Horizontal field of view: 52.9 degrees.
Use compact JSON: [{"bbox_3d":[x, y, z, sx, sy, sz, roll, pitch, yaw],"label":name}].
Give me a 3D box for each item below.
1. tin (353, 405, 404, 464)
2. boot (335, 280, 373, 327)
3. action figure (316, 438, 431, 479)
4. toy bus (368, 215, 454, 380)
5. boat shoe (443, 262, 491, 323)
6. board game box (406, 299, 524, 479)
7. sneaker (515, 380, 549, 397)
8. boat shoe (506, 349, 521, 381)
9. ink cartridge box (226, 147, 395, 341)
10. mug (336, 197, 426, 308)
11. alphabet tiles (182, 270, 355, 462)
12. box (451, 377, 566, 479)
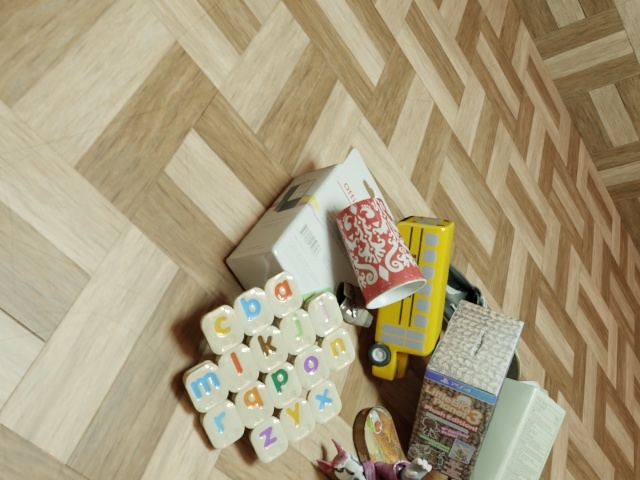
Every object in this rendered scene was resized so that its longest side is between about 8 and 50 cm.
[{"bbox_3d":[0.120,0.430,1.300,0.106,0.040,0.190,-19,94,-56],"label":"tin"},{"bbox_3d":[0.064,0.097,1.145,0.087,0.042,0.118,38,46,-31],"label":"boot"},{"bbox_3d":[0.140,0.506,1.177,0.370,0.248,0.276,51,3,6],"label":"action figure"},{"bbox_3d":[0.185,0.120,1.316,0.108,0.130,0.333,-25,122,-67],"label":"toy bus"},{"bbox_3d":[0.334,0.136,1.566,0.335,0.095,0.112,35,51,-26],"label":"boat shoe"},{"bbox_3d":[0.306,0.321,1.372,0.232,0.141,0.291,-48,151,-47],"label":"board game box"},{"bbox_3d":[0.580,0.465,1.804,0.290,0.106,0.123,28,55,-45],"label":"sneaker"},{"bbox_3d":[0.530,0.308,1.831,0.072,0.068,0.190,-13,89,-64],"label":"boat shoe"},{"bbox_3d":[0.000,0.000,1.217,0.207,0.119,0.353,59,41,-22],"label":"ink cartridge box"},{"bbox_3d":[0.097,0.026,1.140,0.113,0.150,0.169,-19,72,-12],"label":"mug"},{"bbox_3d":[-0.074,0.204,1.036,0.284,0.021,0.278,-29,110,-24],"label":"alphabet tiles"},{"bbox_3d":[0.438,0.497,1.511,0.148,0.121,0.311,39,72,-28],"label":"box"}]
